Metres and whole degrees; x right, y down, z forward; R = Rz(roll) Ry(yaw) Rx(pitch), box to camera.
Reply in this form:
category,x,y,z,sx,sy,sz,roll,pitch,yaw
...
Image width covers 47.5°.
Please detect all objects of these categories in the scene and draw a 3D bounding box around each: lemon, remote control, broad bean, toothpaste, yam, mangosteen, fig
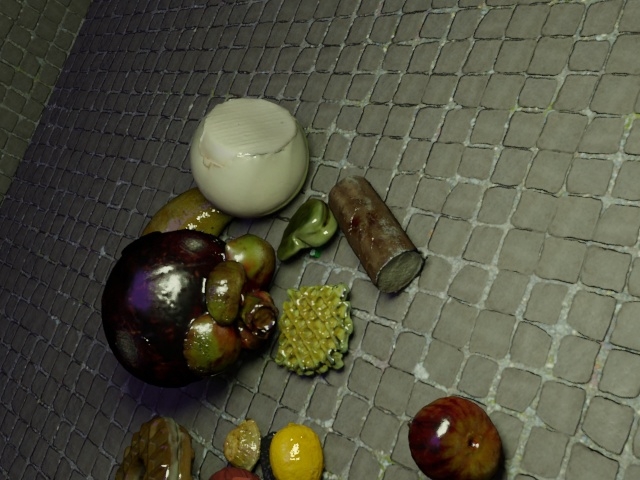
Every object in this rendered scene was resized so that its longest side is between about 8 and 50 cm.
category,x,y,z,sx,sy,sz,roll,pitch,yaw
lemon,-0.048,0.449,1.489,0.114,0.114,0.155,-25,62,32
remote control,-0.092,0.530,1.552,0.063,0.025,0.245,-35,50,27
broad bean,-0.042,-0.027,1.718,0.207,0.072,0.153,-21,39,52
toothpaste,0.000,0.000,1.727,0.017,0.020,0.083,16,81,48
yam,0.115,-0.015,1.557,0.131,0.131,0.279,-46,44,16
mangosteen,-0.305,0.136,1.692,0.421,0.381,0.381,-28,53,30
fig,0.211,0.349,1.268,0.202,0.149,0.148,-5,48,32

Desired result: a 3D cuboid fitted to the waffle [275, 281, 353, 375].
category,x,y,z,sx,sy,sz,roll,pitch,yaw
waffle,-0.012,0.200,1.618,0.223,0.054,0.204,-8,65,42

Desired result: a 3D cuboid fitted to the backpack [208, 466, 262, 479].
category,x,y,z,sx,sy,sz,roll,pitch,yaw
backpack,-0.191,0.586,1.531,0.229,0.139,0.229,-22,58,41

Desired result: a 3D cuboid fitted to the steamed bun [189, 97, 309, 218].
category,x,y,z,sx,sy,sz,roll,pitch,yaw
steamed bun,-0.180,-0.179,1.820,0.309,0.309,0.309,-20,58,35

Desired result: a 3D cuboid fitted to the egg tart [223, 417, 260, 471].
category,x,y,z,sx,sy,sz,roll,pitch,yaw
egg tart,-0.179,0.460,1.631,0.129,0.049,0.129,-33,47,44

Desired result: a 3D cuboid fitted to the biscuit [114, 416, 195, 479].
category,x,y,z,sx,sy,sz,roll,pitch,yaw
biscuit,-0.400,0.578,1.710,0.332,0.103,0.332,-43,35,41

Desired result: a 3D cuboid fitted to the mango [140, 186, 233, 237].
category,x,y,z,sx,sy,sz,roll,pitch,yaw
mango,-0.361,-0.041,1.984,0.176,0.175,0.329,42,104,0
